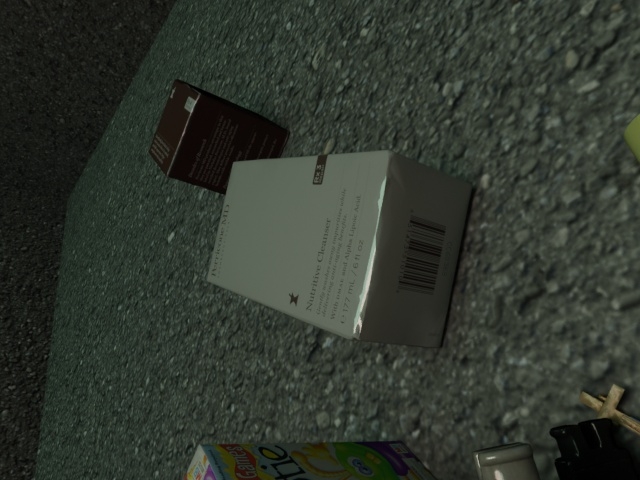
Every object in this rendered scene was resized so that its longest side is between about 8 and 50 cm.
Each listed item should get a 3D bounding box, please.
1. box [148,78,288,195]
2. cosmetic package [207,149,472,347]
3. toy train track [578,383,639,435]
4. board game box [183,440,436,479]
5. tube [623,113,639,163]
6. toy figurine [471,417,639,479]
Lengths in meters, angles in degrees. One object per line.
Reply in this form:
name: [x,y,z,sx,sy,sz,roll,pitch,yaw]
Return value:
box: [-0.208,-0.199,1.027,0.168,0.203,0.167,42,111,51]
cosmetic package: [0.000,0.000,0.721,0.385,0.156,0.217,6,84,52]
toy train track: [0.266,0.156,0.435,0.083,0.014,0.048,29,100,45]
board game box: [0.001,0.304,0.505,0.144,0.275,0.142,36,106,51]
tube: [0.325,-0.009,0.386,0.070,0.062,0.240,87,169,-61]
toy figurine: [0.223,0.189,0.316,0.213,0.209,0.148,-32,61,42]
